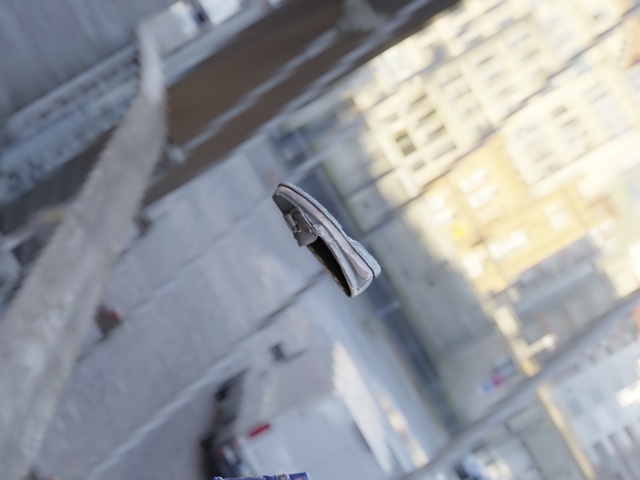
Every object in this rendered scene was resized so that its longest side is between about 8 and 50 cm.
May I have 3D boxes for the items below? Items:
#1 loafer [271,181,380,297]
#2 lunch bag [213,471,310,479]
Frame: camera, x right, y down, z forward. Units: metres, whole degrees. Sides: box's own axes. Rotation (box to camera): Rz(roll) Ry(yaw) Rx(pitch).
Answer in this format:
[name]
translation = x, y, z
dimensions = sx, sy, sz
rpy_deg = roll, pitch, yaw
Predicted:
[loafer]
translation = 0.000, 0.000, 1.760
dimensions = 0.125, 0.039, 0.045
rpy_deg = 43, -22, -9
[lunch bag]
translation = -0.026, 0.185, 1.115
dimensions = 0.067, 0.065, 0.098
rpy_deg = 100, -19, -49
